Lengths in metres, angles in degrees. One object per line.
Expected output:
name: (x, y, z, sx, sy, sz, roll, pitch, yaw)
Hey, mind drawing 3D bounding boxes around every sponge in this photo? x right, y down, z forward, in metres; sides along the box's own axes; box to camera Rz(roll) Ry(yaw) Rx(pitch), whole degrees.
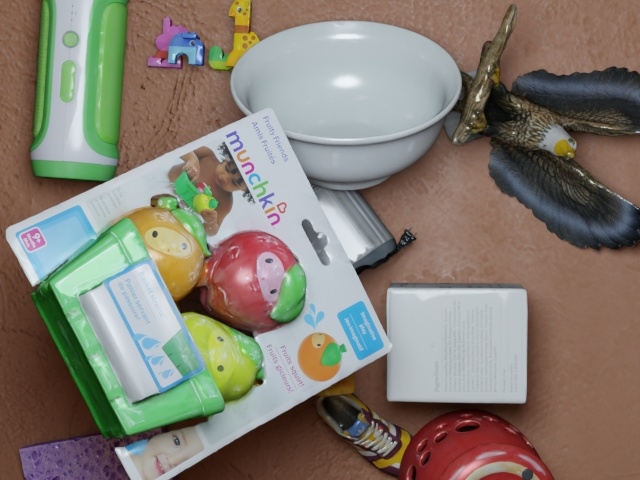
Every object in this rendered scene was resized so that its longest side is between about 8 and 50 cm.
sponge: (-0.310, 0.330, 1.988, 0.210, 0.031, 0.117, -11, 90, 5)

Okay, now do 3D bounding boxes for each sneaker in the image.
sneaker: (0.066, 0.266, 1.927, 0.185, 0.084, 0.070, 34, 93, 4)

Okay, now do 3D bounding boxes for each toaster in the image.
toaster: (0.000, 0.000, 1.909, 0.227, 0.129, 0.146, -35, 85, 3)

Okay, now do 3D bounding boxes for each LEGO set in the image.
LEGO set: (-0.128, -0.283, 1.937, 0.227, 0.087, 0.093, 4, 91, 4)

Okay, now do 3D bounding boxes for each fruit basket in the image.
fruit basket: (-0.123, 0.058, 1.578, 0.353, 0.165, 0.327, -26, 91, -19)

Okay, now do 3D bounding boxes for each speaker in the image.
speaker: (-0.330, -0.231, 1.934, 0.131, 0.131, 0.297, 4, 91, 5)

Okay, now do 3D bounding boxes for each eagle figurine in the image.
eagle figurine: (0.313, -0.138, 1.874, 0.298, 0.225, 0.226, 20, 138, -24)

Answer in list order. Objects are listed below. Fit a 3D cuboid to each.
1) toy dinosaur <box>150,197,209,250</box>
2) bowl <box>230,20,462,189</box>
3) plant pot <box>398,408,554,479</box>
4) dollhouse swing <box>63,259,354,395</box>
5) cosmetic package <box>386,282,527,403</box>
toy dinosaur: (-0.182, -0.031, 1.947, 0.112, 0.064, 0.211, -34, 56, -26)
bowl: (0.033, -0.160, 1.845, 0.297, 0.298, 0.134, 3, 129, 5)
plant pot: (0.210, 0.330, 1.852, 0.191, 0.174, 0.191, -1, 95, -8)
dollhouse swing: (-0.147, 0.079, 1.821, 0.304, 0.347, 0.315, -16, 89, -4)
cosmetic package: (0.180, 0.134, 1.882, 0.183, 0.151, 0.152, 1, 91, 4)
